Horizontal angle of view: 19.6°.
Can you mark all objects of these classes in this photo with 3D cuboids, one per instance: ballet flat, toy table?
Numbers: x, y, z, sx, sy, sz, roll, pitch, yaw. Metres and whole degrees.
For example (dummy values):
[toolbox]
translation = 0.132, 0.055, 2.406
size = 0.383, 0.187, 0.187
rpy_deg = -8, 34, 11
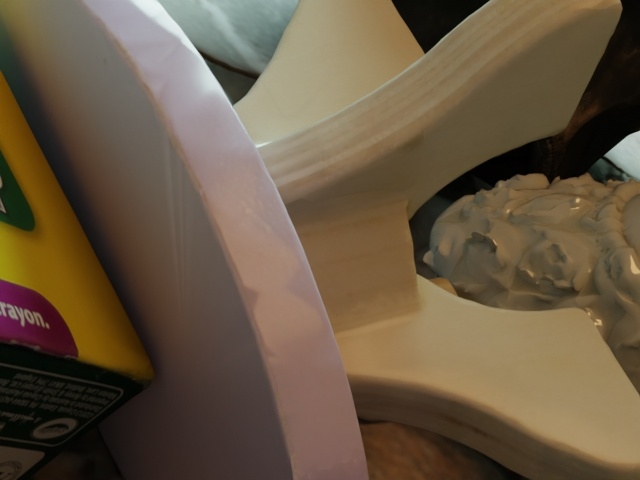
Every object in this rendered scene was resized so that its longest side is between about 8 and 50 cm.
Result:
[ballet flat]
translation = 0.225, 0.059, 0.720
size = 0.409, 0.147, 0.147
rpy_deg = 37, 35, 27
[toy table]
translation = 0.000, 0.000, 0.691
size = 0.160, 0.252, 0.274
rpy_deg = -13, 68, -26

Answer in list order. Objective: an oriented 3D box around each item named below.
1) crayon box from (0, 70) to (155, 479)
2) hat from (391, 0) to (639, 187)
[crayon box]
translation = -0.239, -0.081, 0.556
size = 0.313, 0.106, 0.363
rpy_deg = 59, 15, 23
[hat]
translation = 0.088, -0.095, 0.876
size = 0.331, 0.331, 0.134
rpy_deg = 32, 77, -5
